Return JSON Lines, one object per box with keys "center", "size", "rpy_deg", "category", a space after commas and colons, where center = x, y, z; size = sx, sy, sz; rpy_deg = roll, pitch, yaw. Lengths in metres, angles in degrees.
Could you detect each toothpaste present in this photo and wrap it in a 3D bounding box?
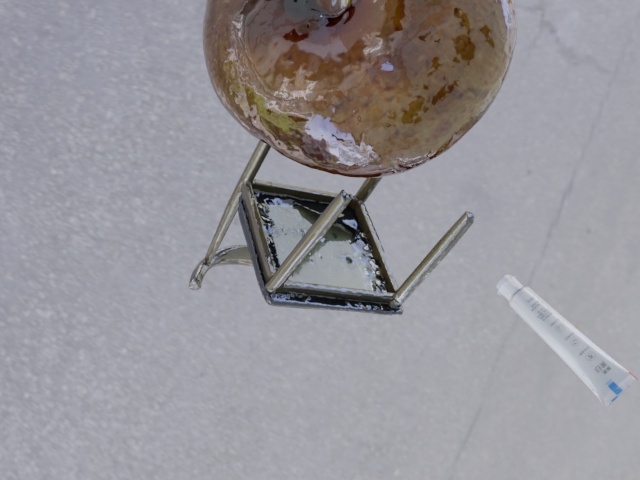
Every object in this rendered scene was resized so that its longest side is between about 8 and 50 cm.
{"center": [0.272, 0.107, 1.296], "size": [0.048, 0.190, 0.031], "rpy_deg": [-40, 152, -8], "category": "toothpaste"}

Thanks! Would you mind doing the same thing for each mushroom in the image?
{"center": [0.047, -0.169, 1.039], "size": [0.254, 0.267, 0.267], "rpy_deg": [36, 80, -43], "category": "mushroom"}

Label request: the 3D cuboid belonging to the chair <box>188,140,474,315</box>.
{"center": [0.000, 0.000, 1.178], "size": [0.188, 0.166, 0.272], "rpy_deg": [7, 137, -34], "category": "chair"}
